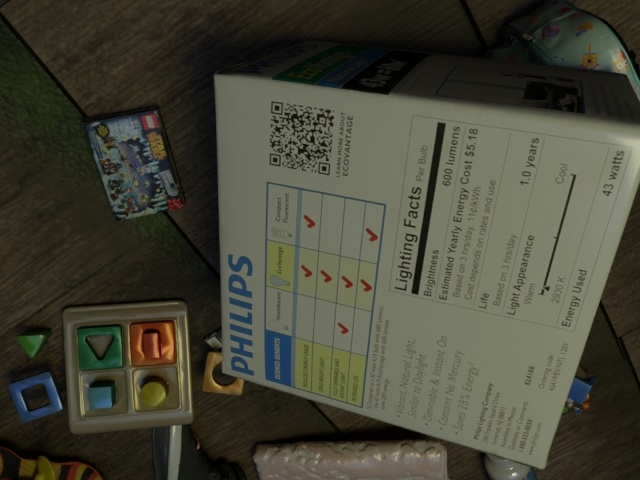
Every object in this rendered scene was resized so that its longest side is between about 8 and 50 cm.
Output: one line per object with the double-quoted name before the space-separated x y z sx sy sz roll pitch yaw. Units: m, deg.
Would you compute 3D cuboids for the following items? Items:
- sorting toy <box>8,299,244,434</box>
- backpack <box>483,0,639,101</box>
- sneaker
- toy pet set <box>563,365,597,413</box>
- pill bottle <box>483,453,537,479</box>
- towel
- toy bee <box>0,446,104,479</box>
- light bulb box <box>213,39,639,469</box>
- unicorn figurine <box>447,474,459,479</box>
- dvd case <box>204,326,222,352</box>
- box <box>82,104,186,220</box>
"sorting toy" -0.281 0.190 0.848 0.347 0.047 0.196 -3 95 -8
"backpack" 0.294 -0.190 0.697 0.144 0.188 0.166 -32 119 8
"sneaker" -0.198 0.382 0.980 0.147 0.104 0.296 -8 109 -27
"toy pet set" 0.458 0.288 1.050 0.122 0.065 0.114 8 116 -14
"pill bottle" 0.363 0.441 1.103 0.087 0.087 0.160 -22 119 3
"towel" 0.063 0.489 1.058 0.331 0.053 0.317 -4 117 6
"toy bee" -0.479 0.374 0.899 0.195 0.162 0.298 -25 152 21
"light bulb box" 0.099 -0.006 0.624 0.361 0.225 0.358 13 119 16
"unicorn figurine" 0.179 0.466 1.100 0.111 0.060 0.162 32 117 -13
"dvd case" -0.110 0.153 0.911 0.119 0.013 0.087 -33 118 7
"box" -0.237 -0.098 0.747 0.094 0.027 0.137 -12 119 -4
